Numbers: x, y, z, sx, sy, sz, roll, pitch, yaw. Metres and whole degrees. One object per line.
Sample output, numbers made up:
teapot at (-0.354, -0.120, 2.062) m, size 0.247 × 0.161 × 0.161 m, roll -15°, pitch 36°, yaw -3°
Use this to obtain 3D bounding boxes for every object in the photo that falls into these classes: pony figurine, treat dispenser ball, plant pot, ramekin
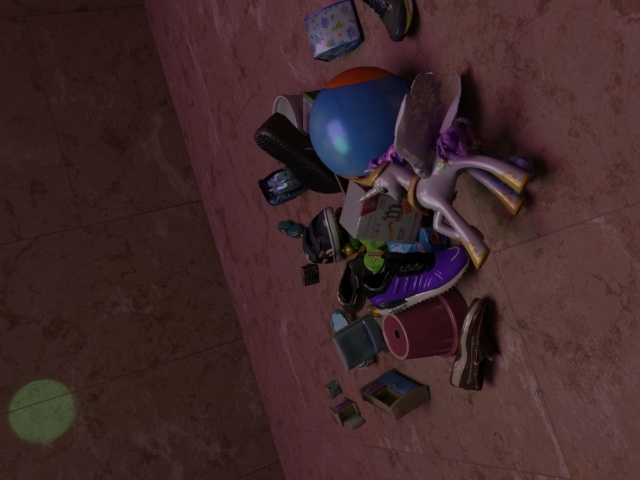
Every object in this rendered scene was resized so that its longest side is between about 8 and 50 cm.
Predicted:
pony figurine at (0.266, -0.167, 1.403) m, size 0.363 × 0.303 × 0.351 m, roll 33°, pitch 115°, yaw 23°
treat dispenser ball at (0.115, -0.290, 1.643) m, size 0.288 × 0.288 × 0.288 m, roll 44°, pitch 142°, yaw 50°
plant pot at (0.273, 0.230, 1.738) m, size 0.201 × 0.180 × 0.201 m, roll 47°, pitch 144°, yaw 49°
ramekin at (-0.075, -0.401, 2.231) m, size 0.207 × 0.109 × 0.207 m, roll 43°, pitch 141°, yaw 50°

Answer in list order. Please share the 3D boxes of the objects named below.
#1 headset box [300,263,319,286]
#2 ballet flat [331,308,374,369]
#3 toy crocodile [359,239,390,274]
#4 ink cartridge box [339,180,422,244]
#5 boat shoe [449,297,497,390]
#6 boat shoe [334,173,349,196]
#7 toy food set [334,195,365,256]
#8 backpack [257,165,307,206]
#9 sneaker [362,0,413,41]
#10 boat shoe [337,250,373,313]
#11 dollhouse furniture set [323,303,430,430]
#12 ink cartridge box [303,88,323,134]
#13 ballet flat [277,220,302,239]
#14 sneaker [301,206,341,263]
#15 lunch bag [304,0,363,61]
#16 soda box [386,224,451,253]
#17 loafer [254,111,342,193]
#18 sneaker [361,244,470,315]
headset box at (-0.041, 0.129, 2.526) m, size 0.032 × 0.062 × 0.083 m, roll 32°, pitch 133°, yaw 57°
ballet flat at (0.114, 0.348, 2.290) m, size 0.091 × 0.077 × 0.241 m, roll -43°, pitch 60°, yaw 28°
toy crocodile at (0.169, 0.009, 1.943) m, size 0.115 × 0.105 × 0.341 m, roll 45°, pitch -161°, yaw -58°
ink cartridge box at (0.161, -0.074, 1.699) m, size 0.127 × 0.176 × 0.128 m, roll -131°, pitch 50°, yaw -62°
boat shoe at (0.397, 0.264, 1.626) m, size 0.095 × 0.095 × 0.257 m, roll 18°, pitch 121°, yaw 22°
boat shoe at (0.063, -0.264, 1.831) m, size 0.121 × 0.110 × 0.341 m, roll -43°, pitch 67°, yaw 48°
toy food set at (0.082, -0.043, 2.138) m, size 0.128 × 0.071 × 0.218 m, roll 17°, pitch 119°, yaw 63°
backpack at (-0.123, -0.213, 2.408) m, size 0.173 × 0.158 × 0.117 m, roll -27°, pitch 87°, yaw 54°
sneaker at (0.132, -0.617, 1.622) m, size 0.300 × 0.121 × 0.111 m, roll 67°, pitch 156°, yaw 18°
boat shoe at (0.099, 0.148, 2.181) m, size 0.112 × 0.095 × 0.335 m, roll 62°, pitch 153°, yaw 28°
dollhouse furniture set at (0.144, 0.382, 1.983) m, size 0.198 × 0.286 × 0.303 m, roll 10°, pitch 124°, yaw 64°
ink cartridge box at (0.026, -0.326, 2.066) m, size 0.189 × 0.097 × 0.255 m, roll 47°, pitch 143°, yaw 47°
ballet flat at (-0.109, -0.036, 2.601) m, size 0.188 × 0.070 × 0.070 m, roll -152°, pitch 51°, yaw -62°
sneaker at (0.000, 0.000, 2.159) m, size 0.321 × 0.127 × 0.126 m, roll 82°, pitch 178°, yaw -63°
lunch bag at (0.044, -0.601, 1.867) m, size 0.151 × 0.096 × 0.129 m, roll -18°, pitch 87°, yaw 37°
soda box at (0.264, 0.012, 1.769) m, size 0.210 × 0.067 × 0.071 m, roll -28°, pitch 78°, yaw 67°
loafer at (-0.042, -0.276, 2.053) m, size 0.133 × 0.366 × 0.130 m, roll -4°, pitch 57°, yaw 45°
sneaker at (0.227, 0.076, 1.635) m, size 0.146 × 0.293 × 0.102 m, roll 48°, pitch -155°, yaw -22°
